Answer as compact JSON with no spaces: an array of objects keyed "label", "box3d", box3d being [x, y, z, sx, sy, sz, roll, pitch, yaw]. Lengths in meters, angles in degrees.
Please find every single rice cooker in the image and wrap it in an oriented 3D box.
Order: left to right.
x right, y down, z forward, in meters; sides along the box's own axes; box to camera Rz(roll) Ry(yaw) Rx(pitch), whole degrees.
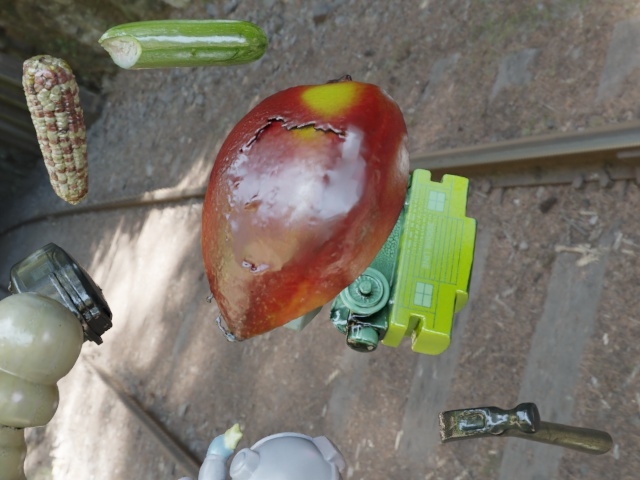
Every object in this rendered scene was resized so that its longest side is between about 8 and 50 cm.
[{"label":"rice cooker","box3d":[-0.354,0.079,0.976,0.106,0.112,0.165,-29,54,-11]}]

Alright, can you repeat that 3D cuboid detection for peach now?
[{"label":"peach","box3d":[-0.032,-0.034,0.658,0.189,0.068,0.279,24,87,20]}]

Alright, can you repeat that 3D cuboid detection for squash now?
[{"label":"squash","box3d":[-0.193,-0.279,1.018,0.069,0.239,0.069,178,90,-87]}]

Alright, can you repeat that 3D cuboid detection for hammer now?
[{"label":"hammer","box3d":[0.338,0.291,1.077,0.168,0.440,0.044,-17,63,39]}]

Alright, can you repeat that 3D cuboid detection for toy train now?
[{"label":"toy train","box3d":[0.182,0.036,1.491,0.179,0.273,0.442,98,-176,-64]}]

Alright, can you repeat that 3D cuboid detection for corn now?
[{"label":"corn","box3d":[-0.397,-0.163,1.092,0.079,0.080,0.237,-116,23,-56]}]

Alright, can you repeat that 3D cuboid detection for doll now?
[{"label":"doll","box3d":[-0.095,0.270,0.638,0.287,0.151,0.151,-37,35,13]}]

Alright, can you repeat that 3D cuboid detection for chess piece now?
[{"label":"chess piece","box3d":[-0.340,0.181,0.753,0.143,0.143,0.260,5,69,63]}]

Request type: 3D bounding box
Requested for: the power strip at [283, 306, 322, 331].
[{"label":"power strip","box3d":[0.000,0.000,0.986,0.118,0.046,0.270,-42,-30,-72]}]
